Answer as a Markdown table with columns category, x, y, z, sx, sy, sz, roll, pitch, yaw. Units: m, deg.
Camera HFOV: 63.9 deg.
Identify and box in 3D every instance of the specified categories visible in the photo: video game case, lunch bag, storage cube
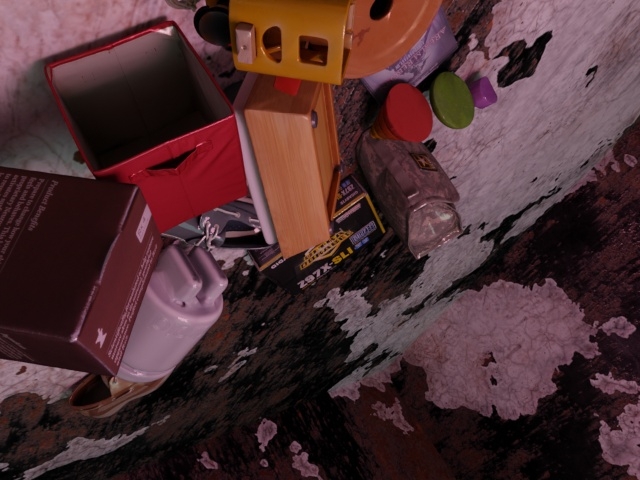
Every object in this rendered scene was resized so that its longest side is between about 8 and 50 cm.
| category | x | y | z | sx | sy | sz | roll | pitch | yaw |
| --- | --- | --- | --- | --- | --- | --- | --- | --- | --- |
| video game case | 0.146 | -0.370 | 0.960 | 0.196 | 0.026 | 0.274 | -41 | 152 | 13 |
| lunch bag | 0.208 | -0.122 | 1.200 | 0.169 | 0.235 | 0.287 | -32 | 154 | 7 |
| storage cube | -0.228 | -0.141 | 0.712 | 0.183 | 0.215 | 0.193 | -28 | 158 | -15 |

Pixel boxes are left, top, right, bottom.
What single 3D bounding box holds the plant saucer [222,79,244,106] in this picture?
| category | x | y | z | sx | sy | sz | roll | pitch | yaw |
| --- | --- | --- | --- | --- | --- | --- | --- | --- | --- |
| plant saucer | -0.133 | -0.222 | 0.890 | 0.119 | 0.021 | 0.119 | -26 | 152 | -15 |

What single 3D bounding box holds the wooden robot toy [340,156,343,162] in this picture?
| category | x | y | z | sx | sy | sz | roll | pitch | yaw |
| --- | --- | --- | --- | --- | --- | --- | --- | --- | --- |
| wooden robot toy | -0.026 | -0.186 | 1.049 | 0.173 | 0.076 | 0.079 | -16 | 113 | -32 |

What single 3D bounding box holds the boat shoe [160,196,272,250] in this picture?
| category | x | y | z | sx | sy | sz | roll | pitch | yaw |
| --- | --- | --- | --- | --- | --- | --- | --- | --- | --- |
| boat shoe | -0.212 | -0.033 | 1.023 | 0.319 | 0.099 | 0.116 | 3 | 135 | -51 |

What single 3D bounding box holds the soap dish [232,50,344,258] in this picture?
| category | x | y | z | sx | sy | sz | roll | pitch | yaw |
| --- | --- | --- | --- | --- | --- | --- | --- | --- | --- |
| soap dish | -0.038 | -0.150 | 0.833 | 0.118 | 0.229 | 0.291 | 1 | 136 | 11 |

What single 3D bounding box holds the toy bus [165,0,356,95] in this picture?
| category | x | y | z | sx | sy | sz | roll | pitch | yaw |
| --- | --- | --- | --- | --- | --- | --- | --- | --- | --- |
| toy bus | -0.059 | -0.225 | 0.527 | 0.202 | 0.104 | 0.191 | -25 | 128 | 38 |

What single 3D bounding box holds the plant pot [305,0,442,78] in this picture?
| category | x | y | z | sx | sy | sz | roll | pitch | yaw |
| --- | --- | --- | --- | --- | --- | --- | --- | --- | --- |
| plant pot | 0.026 | -0.351 | 0.658 | 0.291 | 0.203 | 0.291 | -27 | 152 | -16 |

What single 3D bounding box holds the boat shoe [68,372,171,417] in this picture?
| category | x | y | z | sx | sy | sz | roll | pitch | yaw |
| --- | --- | --- | --- | --- | --- | --- | --- | --- | --- |
| boat shoe | -0.499 | 0.346 | 1.305 | 0.324 | 0.123 | 0.116 | -40 | 151 | 7 |

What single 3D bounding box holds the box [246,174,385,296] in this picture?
| category | x | y | z | sx | sy | sz | roll | pitch | yaw |
| --- | --- | --- | --- | --- | --- | --- | --- | --- | --- |
| box | 0.000 | 0.000 | 1.345 | 0.322 | 0.079 | 0.257 | -35 | 155 | 1 |

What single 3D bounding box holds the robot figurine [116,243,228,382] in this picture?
| category | x | y | z | sx | sy | sz | roll | pitch | yaw |
| --- | --- | --- | --- | --- | --- | --- | --- | --- | --- |
| robot figurine | -0.345 | 0.160 | 1.079 | 0.353 | 0.200 | 0.300 | -47 | 152 | 24 |

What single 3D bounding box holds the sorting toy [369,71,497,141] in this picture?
| category | x | y | z | sx | sy | sz | roll | pitch | yaw |
| --- | --- | --- | --- | --- | --- | --- | --- | --- | --- |
| sorting toy | 0.237 | -0.282 | 1.127 | 0.365 | 0.127 | 0.126 | -24 | -176 | -36 |

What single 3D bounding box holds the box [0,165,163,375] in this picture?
| category | x | y | z | sx | sy | sz | roll | pitch | yaw |
| --- | --- | --- | --- | --- | --- | --- | --- | --- | --- |
| box | -0.403 | 0.020 | 0.590 | 0.381 | 0.191 | 0.143 | 8 | 149 | 4 |
